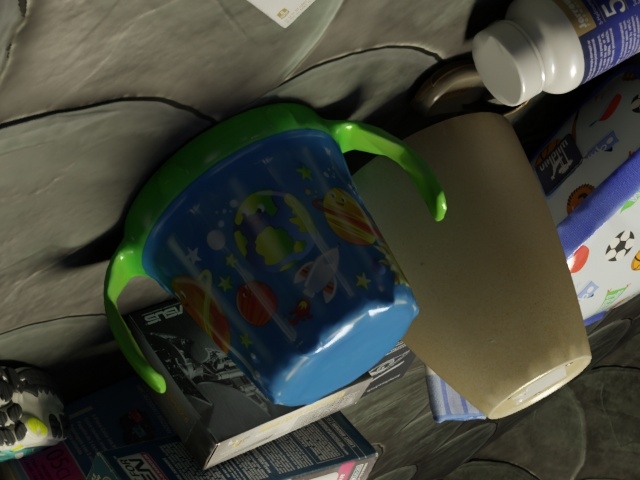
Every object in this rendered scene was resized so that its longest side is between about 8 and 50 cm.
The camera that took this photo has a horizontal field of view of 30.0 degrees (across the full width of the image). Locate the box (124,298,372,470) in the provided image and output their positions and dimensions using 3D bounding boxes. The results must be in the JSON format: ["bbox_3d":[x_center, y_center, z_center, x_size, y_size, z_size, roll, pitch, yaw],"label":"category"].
[{"bbox_3d":[-0.083,0.135,1.336,0.231,0.183,0.056,-17,147,-40],"label":"box"}]

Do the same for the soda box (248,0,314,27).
[{"bbox_3d":[0.019,-0.255,0.842,0.216,0.069,0.074,-42,158,12],"label":"soda box"}]

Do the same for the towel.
[{"bbox_3d":[0.173,0.091,1.547,0.034,0.285,0.209,-11,168,25],"label":"towel"}]

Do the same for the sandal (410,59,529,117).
[{"bbox_3d":[0.195,-0.169,1.301,0.219,0.060,0.090,-20,153,-36],"label":"sandal"}]

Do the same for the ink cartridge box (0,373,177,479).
[{"bbox_3d":[-0.204,0.279,1.495,0.395,0.151,0.270,-21,153,-31],"label":"ink cartridge box"}]

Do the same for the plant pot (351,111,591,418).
[{"bbox_3d":[0.170,0.045,1.305,0.256,0.274,0.256,-26,159,-11],"label":"plant pot"}]

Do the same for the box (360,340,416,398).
[{"bbox_3d":[0.060,0.128,1.646,0.153,0.108,0.207,-22,155,-32],"label":"box"}]

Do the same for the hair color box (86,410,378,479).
[{"bbox_3d":[-0.111,0.300,1.347,0.347,0.105,0.174,-5,129,-45],"label":"hair color box"}]

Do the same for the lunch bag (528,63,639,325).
[{"bbox_3d":[0.393,-0.054,1.606,0.328,0.239,0.385,-47,166,19],"label":"lunch bag"}]

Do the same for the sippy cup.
[{"bbox_3d":[-0.033,0.027,1.135,0.305,0.224,0.240,-45,158,19],"label":"sippy cup"}]

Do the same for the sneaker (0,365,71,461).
[{"bbox_3d":[-0.340,0.179,1.158,0.110,0.107,0.275,-28,159,6],"label":"sneaker"}]

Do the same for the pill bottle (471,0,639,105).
[{"bbox_3d":[0.254,-0.216,1.223,0.186,0.112,0.112,-30,158,-16],"label":"pill bottle"}]
